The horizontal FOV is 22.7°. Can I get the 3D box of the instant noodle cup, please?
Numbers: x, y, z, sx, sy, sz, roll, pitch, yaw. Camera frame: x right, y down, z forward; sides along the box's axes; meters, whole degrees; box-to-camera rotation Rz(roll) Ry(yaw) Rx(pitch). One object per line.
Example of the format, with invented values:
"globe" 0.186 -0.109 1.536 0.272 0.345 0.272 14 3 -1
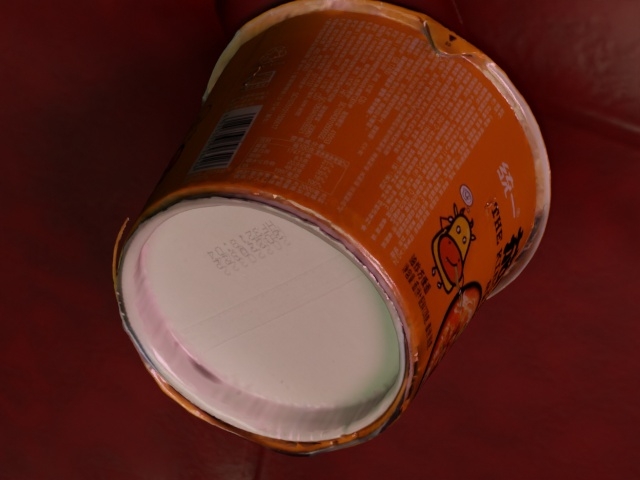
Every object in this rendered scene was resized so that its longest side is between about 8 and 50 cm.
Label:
"instant noodle cup" 0.000 0.000 0.859 0.215 0.172 0.216 13 128 17
